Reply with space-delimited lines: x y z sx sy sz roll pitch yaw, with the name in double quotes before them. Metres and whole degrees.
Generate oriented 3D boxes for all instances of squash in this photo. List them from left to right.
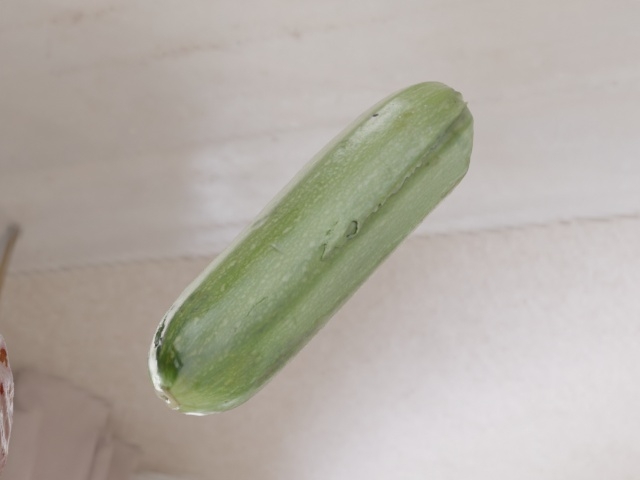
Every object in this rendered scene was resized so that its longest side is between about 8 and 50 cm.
"squash" 0.000 0.000 0.816 0.069 0.239 0.069 36 158 18

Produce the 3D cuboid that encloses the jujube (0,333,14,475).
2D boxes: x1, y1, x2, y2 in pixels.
"jujube" -0.265 0.093 0.709 0.232 0.213 0.213 -31 132 27
